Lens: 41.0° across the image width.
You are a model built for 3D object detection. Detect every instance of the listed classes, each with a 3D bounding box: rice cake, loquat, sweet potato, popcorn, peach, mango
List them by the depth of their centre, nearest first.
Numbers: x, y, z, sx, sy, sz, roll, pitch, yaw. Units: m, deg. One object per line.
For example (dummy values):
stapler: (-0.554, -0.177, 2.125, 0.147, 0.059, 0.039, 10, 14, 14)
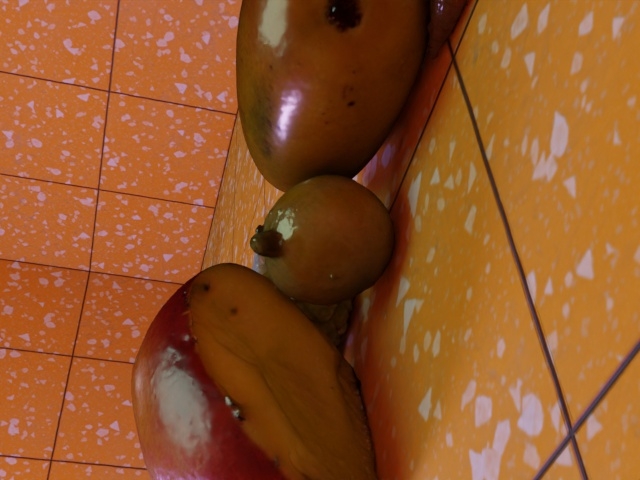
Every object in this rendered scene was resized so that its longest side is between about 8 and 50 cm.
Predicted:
sweet potato: (0.139, -0.294, 0.924, 0.068, 0.068, 0.226, -94, 17, -45)
peach: (-0.099, 0.219, 1.053, 0.242, 0.306, 0.380, -44, 34, 25)
loquat: (0.000, 0.000, 1.066, 0.172, 0.204, 0.149, -54, 49, 43)
mango: (0.004, -0.223, 1.120, 0.446, 0.232, 0.300, 110, 171, -65)
popcorn: (-0.021, 0.102, 1.247, 0.173, 0.142, 0.174, -11, 76, 52)
rice cake: (-0.156, 0.123, 2.040, 0.127, 0.043, 0.237, -94, 18, -44)
